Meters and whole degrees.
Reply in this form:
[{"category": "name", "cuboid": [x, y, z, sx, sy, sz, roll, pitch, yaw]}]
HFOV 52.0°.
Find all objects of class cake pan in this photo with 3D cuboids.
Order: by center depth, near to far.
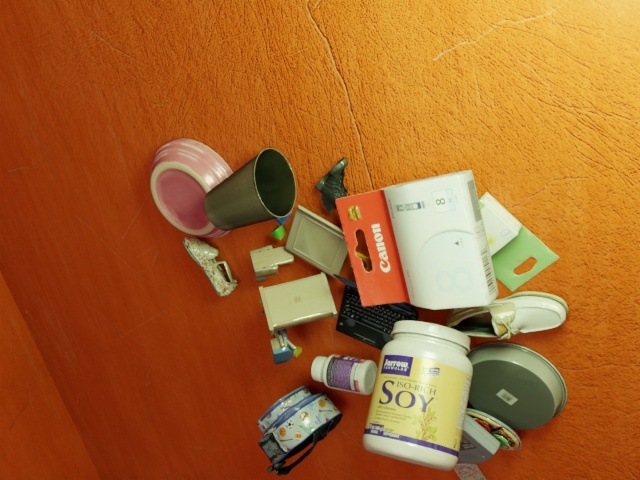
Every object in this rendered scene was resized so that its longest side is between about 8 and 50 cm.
[{"category": "cake pan", "cuboid": [0.521, 0.410, 1.806, 0.293, 0.054, 0.293, 17, 129, 22]}]

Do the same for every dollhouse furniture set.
[{"category": "dollhouse furniture set", "cuboid": [-0.084, 0.197, 2.033, 0.303, 0.198, 0.286, 95, 160, -63]}]

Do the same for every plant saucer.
[{"category": "plant saucer", "cuboid": [-0.392, -0.142, 1.990, 0.332, 0.084, 0.332, 17, 129, 22]}]

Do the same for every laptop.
[{"category": "laptop", "cuboid": [0.143, 0.221, 1.857, 0.234, 0.136, 0.264, 22, 120, 19]}]

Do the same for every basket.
[{"category": "basket", "cuboid": [-0.200, -0.119, 1.796, 0.227, 0.204, 0.154, -23, 145, 37]}]

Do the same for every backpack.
[{"category": "backpack", "cuboid": [-0.065, 0.614, 2.212, 0.213, 0.276, 0.263, 54, 131, 7]}]

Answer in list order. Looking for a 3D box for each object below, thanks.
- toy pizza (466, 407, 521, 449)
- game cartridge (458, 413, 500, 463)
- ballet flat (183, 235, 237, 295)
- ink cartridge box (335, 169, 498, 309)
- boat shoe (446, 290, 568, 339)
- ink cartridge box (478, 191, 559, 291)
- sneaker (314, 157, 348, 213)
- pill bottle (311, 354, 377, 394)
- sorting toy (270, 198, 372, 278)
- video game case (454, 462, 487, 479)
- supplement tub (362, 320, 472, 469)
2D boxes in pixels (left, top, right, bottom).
[{"category": "toy pizza", "cuboid": [0.483, 0.556, 1.903, 0.201, 0.032, 0.201, 28, 153, 15]}, {"category": "game cartridge", "cuboid": [0.401, 0.580, 1.947, 0.198, 0.062, 0.297, 37, 154, 0]}, {"category": "ballet flat", "cuboid": [-0.349, 0.073, 2.130, 0.077, 0.091, 0.241, -28, 110, 11]}, {"category": "ink cartridge box", "cuboid": [0.213, 0.016, 1.602, 0.385, 0.091, 0.308, -10, 99, 34]}, {"category": "boat shoe", "cuboid": [0.467, 0.202, 1.659, 0.302, 0.103, 0.113, -9, 116, 37]}, {"category": "ink cartridge box", "cuboid": [0.428, 0.018, 1.591, 0.235, 0.056, 0.171, 44, 133, 2]}, {"category": "sneaker", "cuboid": [0.045, -0.143, 1.729, 0.089, 0.051, 0.170, 46, 138, -3]}, {"category": "pill bottle", "cuboid": [0.073, 0.418, 2.066, 0.194, 0.108, 0.108, 4, 123, 31]}, {"category": "sorting toy", "cuboid": [0.000, 0.000, 1.863, 0.348, 0.047, 0.196, 30, 137, 12]}, {"category": "video game case", "cuboid": [0.486, 0.757, 2.104, 0.087, 0.011, 0.122, -23, 107, 41]}, {"category": "supplement tub", "cuboid": [0.254, 0.393, 1.672, 0.241, 0.331, 0.241, 13, 162, 4]}]
